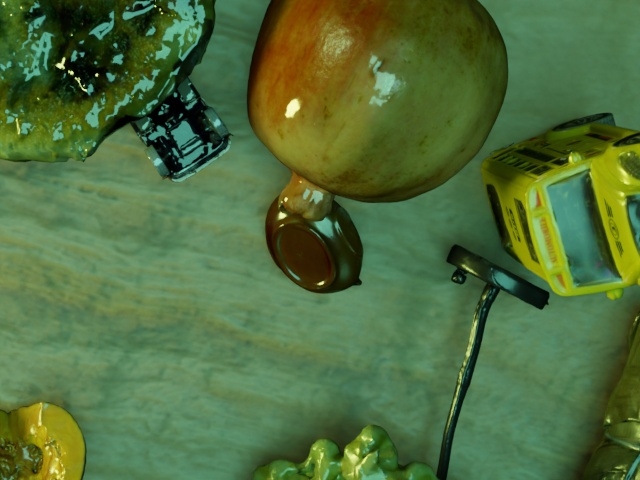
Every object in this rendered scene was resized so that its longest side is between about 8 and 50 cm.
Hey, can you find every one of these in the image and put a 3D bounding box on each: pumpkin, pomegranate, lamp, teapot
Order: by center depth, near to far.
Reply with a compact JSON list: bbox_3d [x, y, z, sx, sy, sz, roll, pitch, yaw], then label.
[{"bbox_3d":[0.040,-0.138,1.460,0.229,0.252,0.270,29,89,-30],"label":"pomegranate"},{"bbox_3d":[-0.318,0.222,1.519,0.184,0.107,0.119,1,77,-1],"label":"pumpkin"},{"bbox_3d":[0.000,0.000,1.562,0.098,0.078,0.129,-15,114,34],"label":"teapot"},{"bbox_3d":[0.165,0.193,1.580,0.109,0.130,0.371,6,90,6],"label":"lamp"}]

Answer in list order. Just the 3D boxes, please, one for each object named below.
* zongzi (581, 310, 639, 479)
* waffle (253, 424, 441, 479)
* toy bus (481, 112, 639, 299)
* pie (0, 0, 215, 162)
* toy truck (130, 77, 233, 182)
[{"bbox_3d":[0.413,0.285,1.608,0.323,0.160,0.360,25,92,-10],"label":"zongzi"},{"bbox_3d":[0.044,0.347,1.555,0.297,0.073,0.317,-37,99,22],"label":"waffle"},{"bbox_3d":[0.255,-0.031,1.462,0.152,0.330,0.144,-17,99,-3],"label":"toy bus"},{"bbox_3d":[-0.286,-0.229,1.434,0.371,0.078,0.296,33,92,9],"label":"pie"},{"bbox_3d":[-0.166,-0.150,1.507,0.083,0.092,0.192,-34,92,-3],"label":"toy truck"}]
